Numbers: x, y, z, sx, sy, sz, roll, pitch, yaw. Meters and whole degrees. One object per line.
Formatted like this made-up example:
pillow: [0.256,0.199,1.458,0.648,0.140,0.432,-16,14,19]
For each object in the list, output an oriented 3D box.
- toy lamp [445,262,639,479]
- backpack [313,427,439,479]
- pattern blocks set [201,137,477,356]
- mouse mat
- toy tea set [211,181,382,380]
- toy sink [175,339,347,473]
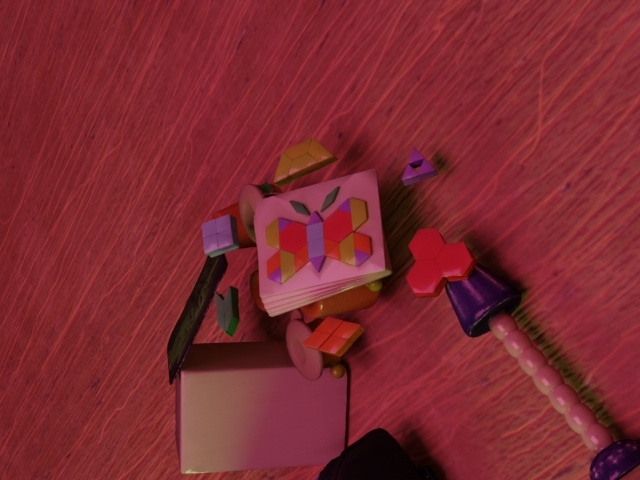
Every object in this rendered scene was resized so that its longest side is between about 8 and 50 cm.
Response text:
toy lamp: [0.233,0.137,0.891,0.274,0.080,0.080,55,132,26]
backpack: [0.020,0.464,1.080,0.290,0.274,0.355,56,145,17]
pattern blocks set: [0.000,0.000,1.003,0.325,0.026,0.285,-29,60,16]
mouse mat: [-0.177,0.096,1.167,0.189,0.007,0.152,-65,17,9]
toy tea set: [-0.027,0.021,1.150,0.336,0.124,0.200,53,145,32]
toy sink: [-0.091,0.235,1.206,0.131,0.234,0.152,-138,48,-72]
